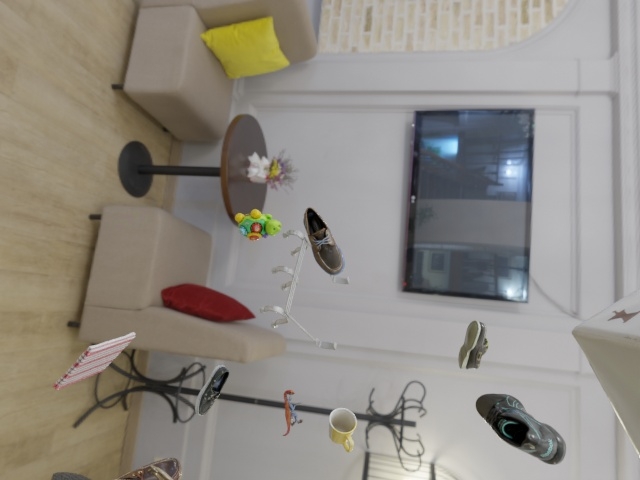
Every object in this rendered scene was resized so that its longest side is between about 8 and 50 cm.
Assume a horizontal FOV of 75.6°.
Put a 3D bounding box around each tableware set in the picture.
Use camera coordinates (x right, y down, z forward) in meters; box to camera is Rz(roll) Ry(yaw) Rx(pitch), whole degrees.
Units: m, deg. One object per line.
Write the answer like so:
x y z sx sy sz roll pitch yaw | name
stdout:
-0.187 0.389 0.602 0.168 0.141 0.020 52 47 -10 | tableware set

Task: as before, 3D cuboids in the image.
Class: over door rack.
-0.044 0.150 1.170 0.324 0.108 0.239 46 50 -48 | over door rack

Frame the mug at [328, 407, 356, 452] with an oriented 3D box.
0.044 0.429 0.927 0.078 0.062 0.064 -74 176 -58 | mug

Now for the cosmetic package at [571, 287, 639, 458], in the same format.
0.364 0.177 0.239 0.384 0.217 0.156 61 -7 -1 | cosmetic package

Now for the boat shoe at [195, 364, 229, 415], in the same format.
-0.294 0.411 1.125 0.049 0.040 0.142 37 71 -42 | boat shoe

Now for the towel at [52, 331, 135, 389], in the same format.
-0.616 0.323 1.126 0.029 0.197 0.144 51 19 11 | towel

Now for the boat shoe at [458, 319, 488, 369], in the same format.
0.522 0.352 1.385 0.081 0.069 0.227 -79 173 -50 | boat shoe

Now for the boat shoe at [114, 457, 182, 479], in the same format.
-0.390 0.520 0.857 0.207 0.073 0.073 -22 139 -34 | boat shoe

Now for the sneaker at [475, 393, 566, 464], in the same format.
0.466 0.443 1.021 0.101 0.106 0.267 -69 -164 -5 | sneaker

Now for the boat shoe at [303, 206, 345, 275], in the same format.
0.000 0.000 0.991 0.183 0.066 0.066 61 -2 25 | boat shoe

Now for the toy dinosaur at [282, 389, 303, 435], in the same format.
-0.073 0.413 1.011 0.082 0.047 0.090 63 30 -7 | toy dinosaur

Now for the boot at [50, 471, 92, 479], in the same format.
-0.708 0.838 1.171 0.222 0.338 0.118 -64 148 -12 | boot

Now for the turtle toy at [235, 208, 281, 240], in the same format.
-0.166 -0.037 1.116 0.095 0.130 0.066 40 43 -58 | turtle toy
